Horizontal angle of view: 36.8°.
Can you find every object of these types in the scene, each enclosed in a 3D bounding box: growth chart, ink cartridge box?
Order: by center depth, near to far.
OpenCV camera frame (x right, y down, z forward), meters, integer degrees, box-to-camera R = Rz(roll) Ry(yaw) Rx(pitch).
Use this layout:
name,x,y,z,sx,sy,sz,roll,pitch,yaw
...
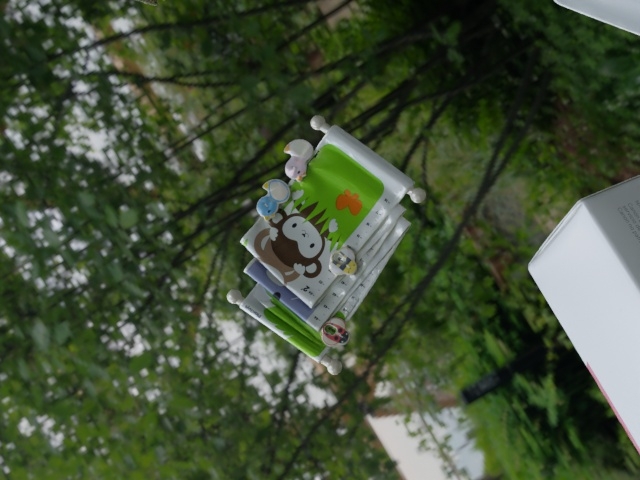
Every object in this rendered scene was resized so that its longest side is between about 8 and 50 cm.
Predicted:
name,x,y,z,sx,sy,sz,roll,pitch,yaw
ink cartridge box,0.341,0.033,0.738,0.207,0.283,0.117,62,159,20
growth chart,0.000,0.000,1.030,0.172,0.237,0.021,28,-177,11

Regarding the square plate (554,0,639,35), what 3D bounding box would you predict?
name,x,y,z,sx,sy,sz,roll,pitch,yaw
square plate,0.467,-0.366,1.156,0.347,0.049,0.344,27,154,19

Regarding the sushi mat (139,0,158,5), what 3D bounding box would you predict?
name,x,y,z,sx,sy,sz,roll,pitch,yaw
sushi mat,-0.135,-0.191,0.431,0.316,0.019,0.151,-53,-51,-78
